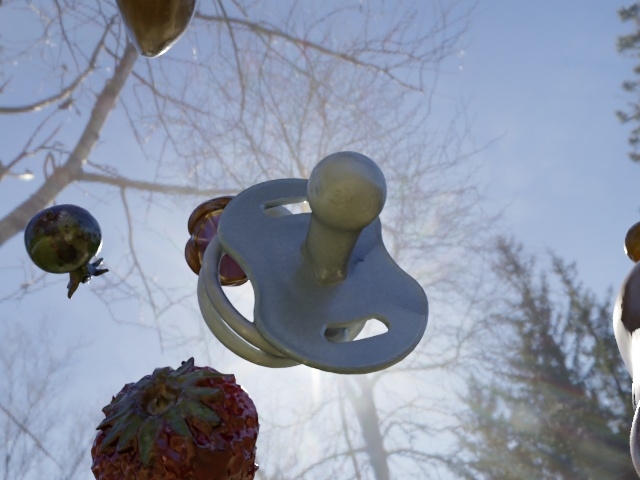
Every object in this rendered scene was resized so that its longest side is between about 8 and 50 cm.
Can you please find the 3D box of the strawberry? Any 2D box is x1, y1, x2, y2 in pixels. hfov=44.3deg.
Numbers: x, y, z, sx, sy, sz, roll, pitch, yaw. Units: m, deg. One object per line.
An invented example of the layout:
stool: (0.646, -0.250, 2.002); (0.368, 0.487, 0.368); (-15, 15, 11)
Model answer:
strawberry: (-0.159, 0.278, 0.940); (0.205, 0.205, 0.244); (-14, -61, -3)

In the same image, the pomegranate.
pomegranate: (-0.476, 0.013, 1.488); (0.148, 0.148, 0.169); (-26, -68, 15)

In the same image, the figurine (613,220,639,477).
figurine: (0.267, 0.050, 0.452); (0.287, 0.186, 0.176); (-45, -48, -22)

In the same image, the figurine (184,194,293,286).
figurine: (-0.114, 0.002, 1.248); (0.189, 0.142, 0.263); (4, 1, 21)

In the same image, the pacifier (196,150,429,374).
pacifier: (0.000, 0.000, 0.879); (0.244, 0.299, 0.233); (-7, -42, -28)

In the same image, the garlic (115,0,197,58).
garlic: (-0.262, -0.420, 1.247); (0.143, 0.112, 0.318); (-34, -33, -19)
